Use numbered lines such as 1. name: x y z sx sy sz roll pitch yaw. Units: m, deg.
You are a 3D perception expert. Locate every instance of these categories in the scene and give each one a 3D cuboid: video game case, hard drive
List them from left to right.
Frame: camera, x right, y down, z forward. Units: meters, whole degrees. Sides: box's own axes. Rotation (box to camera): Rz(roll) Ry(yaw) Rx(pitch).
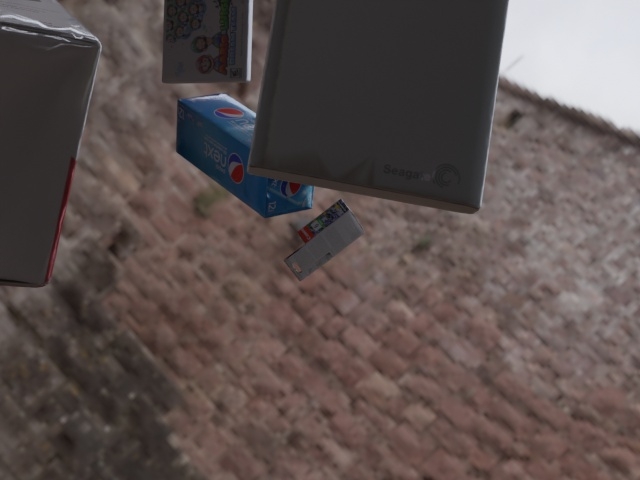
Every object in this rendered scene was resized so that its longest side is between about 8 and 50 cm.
1. video game case: -0.165 -0.308 2.056 0.143 0.157 0.019 2 1 25
2. hard drive: 0.060 -0.192 1.233 0.203 0.307 0.040 10 -10 -7

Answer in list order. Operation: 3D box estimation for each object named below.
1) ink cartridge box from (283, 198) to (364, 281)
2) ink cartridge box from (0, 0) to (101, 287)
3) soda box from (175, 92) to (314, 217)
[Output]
1. ink cartridge box: 0.000 0.000 1.951 0.029 0.115 0.063 51 -2 39
2. ink cartridge box: -0.314 -0.120 1.267 0.306 0.131 0.226 40 -60 57
3. soda box: -0.089 -0.102 1.632 0.210 0.067 0.071 37 -51 48
